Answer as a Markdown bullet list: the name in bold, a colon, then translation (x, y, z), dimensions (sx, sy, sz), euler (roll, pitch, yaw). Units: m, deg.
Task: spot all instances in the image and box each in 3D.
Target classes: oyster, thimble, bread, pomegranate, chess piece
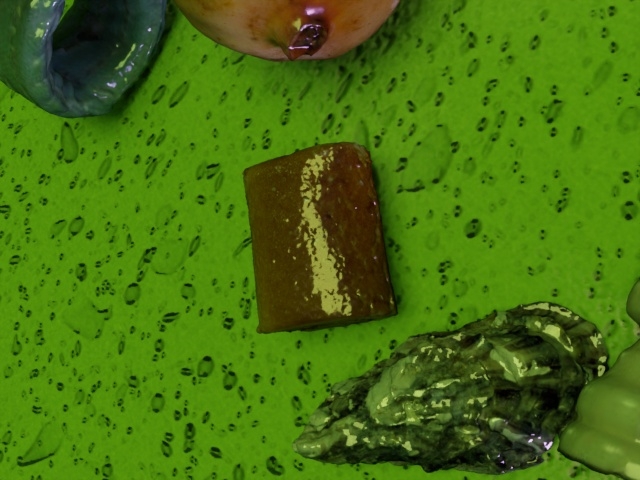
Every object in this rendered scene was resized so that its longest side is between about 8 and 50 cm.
- **oyster**: translation (0.123, 0.135, 0.742), dimensions (0.252, 0.087, 0.199), euler (15, 90, 13)
- **thimble**: translation (-0.281, -0.250, 0.900), dimensions (0.143, 0.198, 0.235), euler (36, 127, 22)
- **bread**: translation (0.000, 0.000, 0.788), dimensions (0.132, 0.103, 0.172), euler (-13, 78, 28)
- **pomegranate**: translation (-0.033, -0.286, 0.758), dimensions (0.264, 0.264, 0.264), euler (-3, 82, 24)
- **chess piece**: translation (0.289, 0.078, 0.643), dimensions (0.133, 0.133, 0.243), euler (18, 85, 25)
